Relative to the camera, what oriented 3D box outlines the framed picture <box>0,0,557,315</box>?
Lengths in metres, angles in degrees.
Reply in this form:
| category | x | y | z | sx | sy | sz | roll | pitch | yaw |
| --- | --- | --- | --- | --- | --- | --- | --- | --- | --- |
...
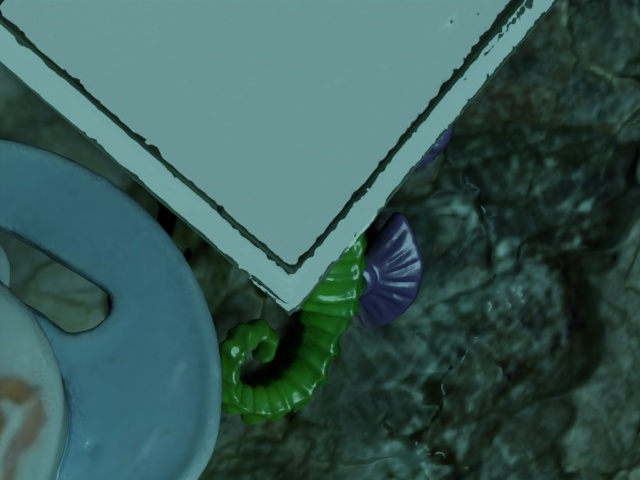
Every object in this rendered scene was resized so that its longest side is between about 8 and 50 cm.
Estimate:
| category | x | y | z | sx | sy | sz | roll | pitch | yaw |
| --- | --- | --- | --- | --- | --- | --- | --- | --- | --- |
| framed picture | 0.000 | -0.123 | 0.755 | 0.197 | 0.014 | 0.252 | 41 | 87 | -23 |

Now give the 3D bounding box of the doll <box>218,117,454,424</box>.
| category | x | y | z | sx | sy | sz | roll | pitch | yaw |
| --- | --- | --- | --- | --- | --- | --- | --- | --- | --- |
| doll | 0.000 | 0.000 | 0.834 | 0.115 | 0.050 | 0.190 | -6 | 119 | -37 |

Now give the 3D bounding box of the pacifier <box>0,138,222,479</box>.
| category | x | y | z | sx | sy | sz | roll | pitch | yaw |
| --- | --- | --- | --- | --- | --- | --- | --- | --- | --- |
| pacifier | -0.170 | 0.094 | 0.709 | 0.279 | 0.227 | 0.207 | -58 | 168 | -21 |
